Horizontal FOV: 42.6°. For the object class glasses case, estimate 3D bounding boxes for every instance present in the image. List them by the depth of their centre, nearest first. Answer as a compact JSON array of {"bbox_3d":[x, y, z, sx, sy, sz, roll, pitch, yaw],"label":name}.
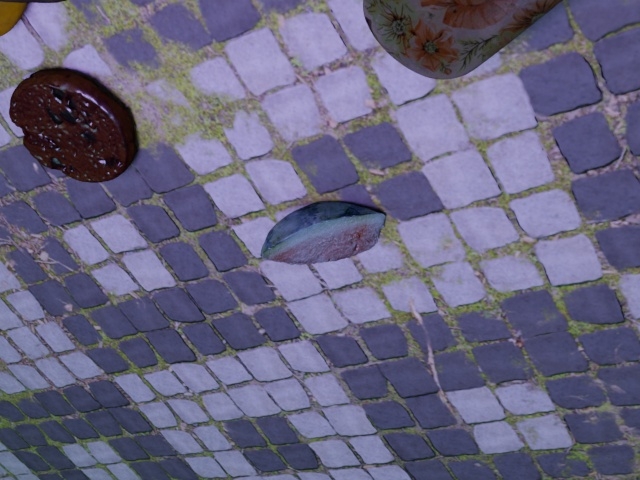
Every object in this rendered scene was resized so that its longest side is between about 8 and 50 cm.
[{"bbox_3d":[0.212,-0.315,0.788,0.156,0.098,0.425,38,133,-17],"label":"glasses case"}]

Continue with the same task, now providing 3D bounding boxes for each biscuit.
[{"bbox_3d":[-0.359,-0.166,1.198,0.192,0.049,0.192,8,135,8],"label":"biscuit"}]

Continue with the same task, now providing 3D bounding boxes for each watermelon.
[{"bbox_3d":[-0.003,-0.008,1.154,0.180,0.081,0.094,-3,115,-20],"label":"watermelon"}]

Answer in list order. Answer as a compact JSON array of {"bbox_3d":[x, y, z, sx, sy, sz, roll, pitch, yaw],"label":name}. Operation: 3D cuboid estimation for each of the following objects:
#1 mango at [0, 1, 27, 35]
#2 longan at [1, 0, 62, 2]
[{"bbox_3d":[-0.429,-0.335,1.071,0.101,0.066,0.187,35,125,-10],"label":"mango"},{"bbox_3d":[-0.313,-0.409,0.787,0.361,0.361,0.361,12,132,13],"label":"longan"}]
